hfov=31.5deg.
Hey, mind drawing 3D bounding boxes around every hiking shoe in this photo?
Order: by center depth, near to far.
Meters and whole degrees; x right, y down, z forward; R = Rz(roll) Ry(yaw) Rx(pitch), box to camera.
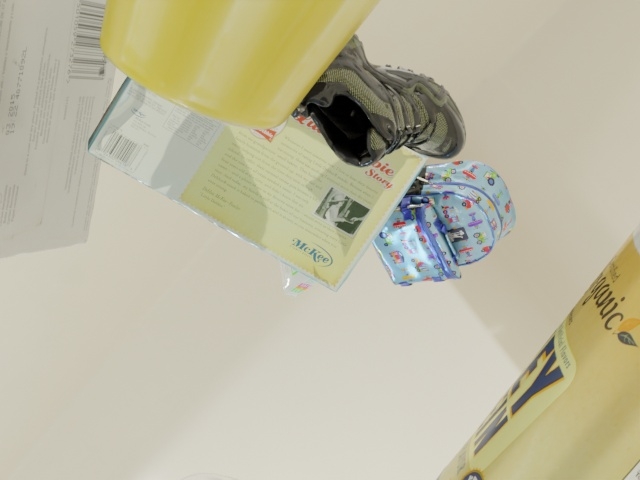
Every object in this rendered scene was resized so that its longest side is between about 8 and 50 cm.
[{"bbox_3d":[0.049,-0.108,1.059,0.227,0.114,0.086,25,-31,-36],"label":"hiking shoe"}]

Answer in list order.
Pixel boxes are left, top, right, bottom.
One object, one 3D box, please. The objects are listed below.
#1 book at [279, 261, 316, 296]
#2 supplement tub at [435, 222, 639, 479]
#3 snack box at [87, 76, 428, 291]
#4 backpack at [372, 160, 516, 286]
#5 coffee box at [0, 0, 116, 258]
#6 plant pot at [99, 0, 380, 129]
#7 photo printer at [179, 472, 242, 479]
[{"bbox_3d":[0.000,0.000,1.432,0.035,0.096,0.144,14,-34,-34],"label":"book"},{"bbox_3d":[0.213,0.111,0.577,0.228,0.228,0.316,0,-51,-56],"label":"supplement tub"},{"bbox_3d":[-0.066,-0.100,1.234,0.187,0.322,0.060,-56,17,13],"label":"snack box"},{"bbox_3d":[0.164,-0.025,1.500,0.173,0.117,0.158,-6,-52,26],"label":"backpack"},{"bbox_3d":[-0.449,-0.177,1.243,0.338,0.334,0.337,-23,-55,-75],"label":"coffee box"},{"bbox_3d":[-0.052,-0.226,0.876,0.254,0.254,0.239,-2,-56,-55],"label":"plant pot"},{"bbox_3d":[-0.058,0.319,0.799,0.107,0.307,0.256,-10,-3,-28],"label":"photo printer"}]
